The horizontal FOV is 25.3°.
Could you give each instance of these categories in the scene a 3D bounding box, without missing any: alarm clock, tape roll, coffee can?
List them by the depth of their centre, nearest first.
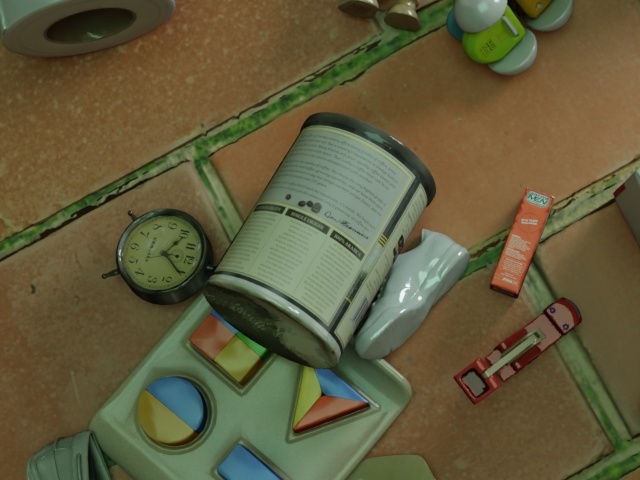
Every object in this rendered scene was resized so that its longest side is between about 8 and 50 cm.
[{"bbox_3d":[0.000,0.000,1.862,0.201,0.201,0.275,28,69,8],"label":"coffee can"},{"bbox_3d":[-0.336,-0.372,1.957,0.246,0.246,0.169,-16,82,3],"label":"tape roll"},{"bbox_3d":[-0.196,0.029,1.970,0.192,0.064,0.129,13,68,19],"label":"alarm clock"}]

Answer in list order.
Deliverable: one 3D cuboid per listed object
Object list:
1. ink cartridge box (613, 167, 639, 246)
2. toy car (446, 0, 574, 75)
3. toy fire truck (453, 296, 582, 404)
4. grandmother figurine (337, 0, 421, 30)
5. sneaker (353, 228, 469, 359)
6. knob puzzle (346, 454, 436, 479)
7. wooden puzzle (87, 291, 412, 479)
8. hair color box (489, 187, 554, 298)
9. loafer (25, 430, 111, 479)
[{"bbox_3d":[0.553,-0.088,1.843,0.306,0.226,0.131,-28,82,0],"label":"ink cartridge box"},{"bbox_3d":[0.246,-0.329,1.958,0.182,0.159,0.136,-51,47,-2],"label":"toy car"},{"bbox_3d":[0.266,0.142,1.886,0.192,0.135,0.047,-38,81,0],"label":"toy fire truck"},{"bbox_3d":[0.109,-0.481,2.006,0.208,0.104,0.342,17,81,-20],"label":"grandmother figurine"},{"bbox_3d":[0.104,0.071,1.941,0.094,0.080,0.212,36,68,25],"label":"sneaker"},{"bbox_3d":[0.088,0.378,1.921,0.213,0.030,0.213,-6,69,15],"label":"knob puzzle"},{"bbox_3d":[-0.101,0.232,1.932,0.322,0.080,0.348,39,87,10],"label":"wooden puzzle"},{"bbox_3d":[0.274,0.004,1.936,0.043,0.072,0.141,20,86,8],"label":"hair color box"},{"bbox_3d":[-0.289,0.411,1.919,0.111,0.112,0.319,-30,80,12],"label":"loafer"}]
